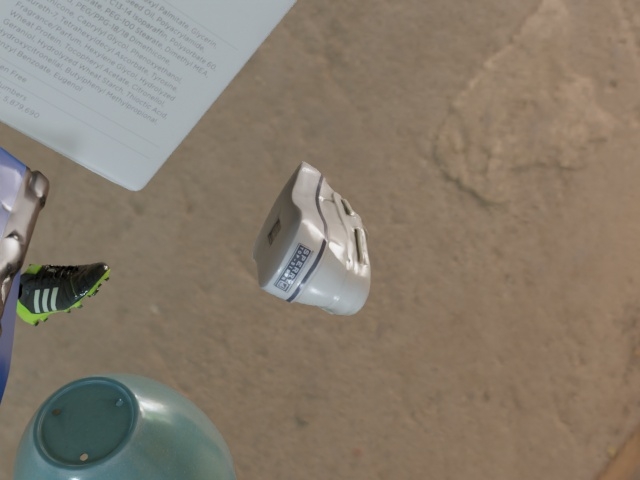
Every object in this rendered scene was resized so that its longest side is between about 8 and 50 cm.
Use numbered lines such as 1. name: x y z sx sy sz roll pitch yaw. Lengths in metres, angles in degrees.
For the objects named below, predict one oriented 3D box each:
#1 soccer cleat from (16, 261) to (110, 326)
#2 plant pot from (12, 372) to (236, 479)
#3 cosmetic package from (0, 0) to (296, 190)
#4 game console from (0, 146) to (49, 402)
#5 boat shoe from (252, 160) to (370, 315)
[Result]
1. soccer cleat: -0.341 0.057 1.489 0.072 0.179 0.060 53 40 -18
2. plant pot: -0.268 0.281 1.478 0.290 0.290 0.195 -42 145 -22
3. cosmetic package: -0.128 -0.162 0.691 0.151 0.151 0.183 31 108 -39
4. game console: -0.271 0.058 0.704 0.250 0.293 0.173 38 112 -23
5. boat shoe: 0.000 0.000 1.026 0.088 0.267 0.096 29 97 -10
